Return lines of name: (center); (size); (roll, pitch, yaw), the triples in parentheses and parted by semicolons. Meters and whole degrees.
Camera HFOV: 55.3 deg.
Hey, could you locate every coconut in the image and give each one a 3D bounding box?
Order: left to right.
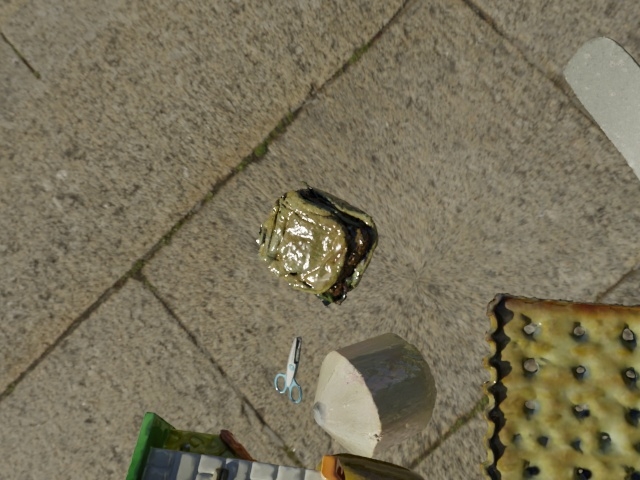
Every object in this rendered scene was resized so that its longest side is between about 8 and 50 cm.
coconut: (0.099, 0.328, 1.288); (0.244, 0.239, 0.239); (-19, 83, -25)

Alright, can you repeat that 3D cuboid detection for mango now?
mango: (0.084, 0.418, 1.034); (0.195, 0.137, 0.098); (4, 66, 11)

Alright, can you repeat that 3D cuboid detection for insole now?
insole: (0.231, -0.060, 0.405); (0.010, 0.063, 0.192); (-14, 63, -35)

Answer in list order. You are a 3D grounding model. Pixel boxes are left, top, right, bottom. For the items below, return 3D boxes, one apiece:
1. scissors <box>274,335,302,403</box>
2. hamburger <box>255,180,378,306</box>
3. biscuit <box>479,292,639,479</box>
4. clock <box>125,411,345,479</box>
scissors: (-0.043, 0.201, 0.962); (0.058, 0.014, 0.119); (29, 120, 30)
hamburger: (0.000, 0.000, 1.092); (0.206, 0.130, 0.183); (31, 112, 19)
biscuit: (0.158, 0.132, 0.336); (0.144, 0.016, 0.203); (2, 79, 1)
clock: (-0.045, 0.282, 0.513); (0.255, 0.106, 0.220); (5, 59, 10)
